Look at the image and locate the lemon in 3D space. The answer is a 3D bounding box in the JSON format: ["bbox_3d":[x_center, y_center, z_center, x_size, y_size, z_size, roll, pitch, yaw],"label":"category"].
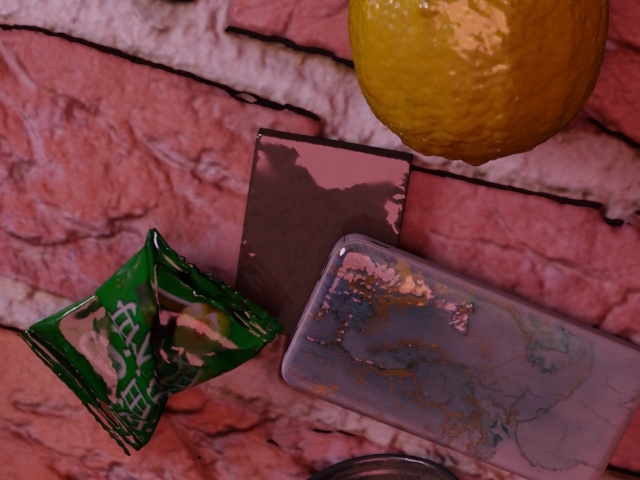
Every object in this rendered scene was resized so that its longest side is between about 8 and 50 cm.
[{"bbox_3d":[0.115,-0.162,1.327,0.192,0.192,0.231,7,116,4],"label":"lemon"}]

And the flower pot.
[{"bbox_3d":[0.051,0.265,1.514,0.157,0.157,0.107,-4,123,8],"label":"flower pot"}]

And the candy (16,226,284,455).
[{"bbox_3d":[-0.141,0.081,1.504,0.203,0.078,0.141,-36,91,31],"label":"candy"}]

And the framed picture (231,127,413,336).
[{"bbox_3d":[0.000,0.000,1.486,0.127,0.023,0.169,10,110,4],"label":"framed picture"}]

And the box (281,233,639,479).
[{"bbox_3d":[0.120,0.103,1.484,0.285,0.044,0.142,22,111,-9],"label":"box"}]
